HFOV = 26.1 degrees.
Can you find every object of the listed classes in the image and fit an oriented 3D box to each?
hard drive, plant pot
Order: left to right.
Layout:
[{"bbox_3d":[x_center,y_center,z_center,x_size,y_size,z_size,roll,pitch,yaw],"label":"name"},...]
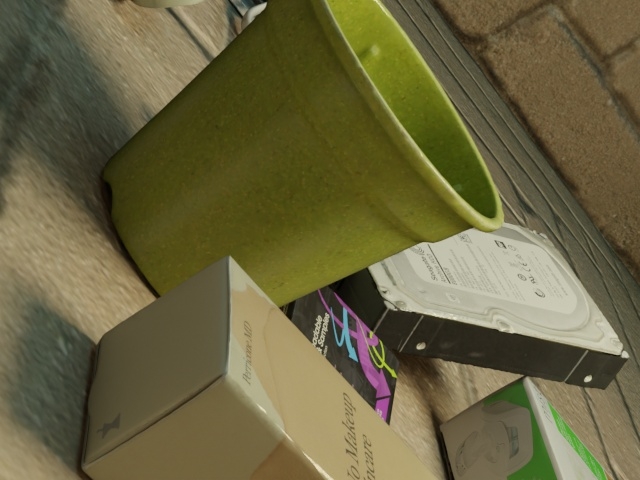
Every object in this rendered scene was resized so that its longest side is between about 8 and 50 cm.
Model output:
[{"bbox_3d":[-0.029,-0.061,1.141,0.276,0.254,0.276,50,18,-23],"label":"plant pot"},{"bbox_3d":[0.162,0.047,1.553,0.339,0.064,0.237,13,32,-29],"label":"hard drive"}]

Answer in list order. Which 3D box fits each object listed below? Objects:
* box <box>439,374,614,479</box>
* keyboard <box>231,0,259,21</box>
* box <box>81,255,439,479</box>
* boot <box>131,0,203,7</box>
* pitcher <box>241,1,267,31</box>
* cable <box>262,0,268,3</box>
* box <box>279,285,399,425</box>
[{"bbox_3d":[0.252,0.319,1.477,0.231,0.126,0.262,50,16,-28],"label":"box"},{"bbox_3d":[-0.045,-0.247,1.902,0.256,0.014,0.072,51,12,-21],"label":"keyboard"},{"bbox_3d":[-0.017,0.176,0.958,0.311,0.121,0.148,48,19,-28],"label":"box"},{"bbox_3d":[-0.166,-0.354,1.462,0.244,0.088,0.176,-107,-165,-60],"label":"boot"},{"bbox_3d":[-0.021,-0.295,1.844,0.177,0.125,0.207,31,42,-24],"label":"pitcher"},{"bbox_3d":[-0.055,-0.315,1.975,0.287,0.072,0.139,38,38,-18],"label":"cable"},{"bbox_3d":[0.013,0.112,1.280,0.162,0.029,0.116,45,38,-31],"label":"box"}]
